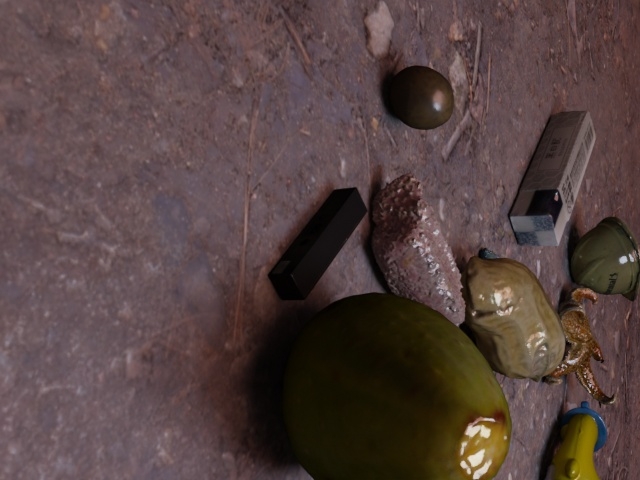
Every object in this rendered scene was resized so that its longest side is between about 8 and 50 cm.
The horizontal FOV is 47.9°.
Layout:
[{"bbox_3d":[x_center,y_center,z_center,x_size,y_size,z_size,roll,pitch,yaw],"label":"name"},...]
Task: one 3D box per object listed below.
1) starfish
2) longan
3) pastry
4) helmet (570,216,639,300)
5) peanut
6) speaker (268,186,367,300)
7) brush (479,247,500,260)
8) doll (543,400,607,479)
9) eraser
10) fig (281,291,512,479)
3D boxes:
[{"bbox_3d":[0.637,0.264,1.756,0.312,0.113,0.303,-28,105,-50],"label":"starfish"},{"bbox_3d":[0.158,-0.231,1.146,0.106,0.106,0.119,48,12,-41],"label":"longan"},{"bbox_3d":[0.151,0.037,1.109,0.265,0.103,0.112,65,24,-19],"label":"pastry"},{"bbox_3d":[0.720,0.068,1.862,0.257,0.137,0.204,71,-2,-46],"label":"helmet"},{"bbox_3d":[0.346,0.142,1.336,0.174,0.158,0.340,-40,120,-12],"label":"peanut"},{"bbox_3d":[0.000,0.000,0.958,0.191,0.040,0.046,-53,127,-40],"label":"speaker"},{"bbox_3d":[0.371,0.068,1.482,0.196,0.021,0.070,24,68,-53],"label":"brush"},{"bbox_3d":[0.593,0.533,1.659,0.199,0.145,0.363,69,34,-46],"label":"doll"},{"bbox_3d":[0.542,-0.150,1.661,0.404,0.096,0.098,-56,132,-38],"label":"eraser"},{"bbox_3d":[0.092,0.190,0.849,0.258,0.326,0.258,1,88,-22],"label":"fig"}]
